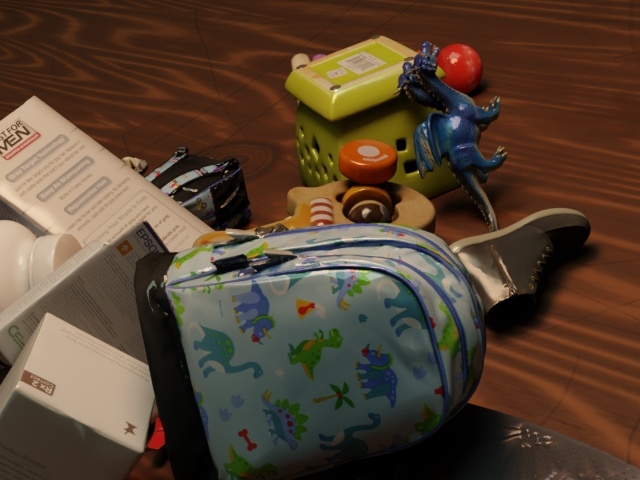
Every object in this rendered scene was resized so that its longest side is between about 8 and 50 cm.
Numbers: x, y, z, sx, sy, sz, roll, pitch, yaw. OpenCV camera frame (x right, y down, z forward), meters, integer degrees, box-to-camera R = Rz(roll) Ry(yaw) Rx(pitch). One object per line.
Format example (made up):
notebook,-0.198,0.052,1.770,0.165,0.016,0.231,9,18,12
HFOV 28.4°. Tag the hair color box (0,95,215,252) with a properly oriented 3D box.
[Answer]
hair color box,-0.308,-0.010,1.701,0.374,0.114,0.185,37,43,4

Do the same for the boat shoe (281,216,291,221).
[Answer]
boat shoe,-0.051,0.023,1.802,0.059,0.063,0.170,15,46,34

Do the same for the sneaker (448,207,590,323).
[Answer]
sneaker,0.271,0.038,1.611,0.222,0.083,0.118,-18,46,-21

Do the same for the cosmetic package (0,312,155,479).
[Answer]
cosmetic package,-0.288,0.213,1.380,0.184,0.151,0.151,-53,16,24

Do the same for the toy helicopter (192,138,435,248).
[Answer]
toy helicopter,0.000,0.000,1.692,0.355,0.140,0.235,-15,38,-27

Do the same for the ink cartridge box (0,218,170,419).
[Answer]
ink cartridge box,-0.242,0.115,1.496,0.224,0.223,0.045,-38,29,-10

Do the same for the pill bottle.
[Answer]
pill bottle,-0.454,0.076,1.564,0.322,0.182,0.181,-10,28,10

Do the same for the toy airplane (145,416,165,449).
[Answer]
toy airplane,-0.140,0.225,1.502,0.151,0.028,0.151,-12,26,6

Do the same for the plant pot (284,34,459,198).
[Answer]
plant pot,0.082,-0.183,1.952,0.227,0.207,0.228,-23,28,-13

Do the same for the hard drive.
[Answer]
hard drive,0.181,0.252,1.265,0.172,0.054,0.254,-34,32,-32

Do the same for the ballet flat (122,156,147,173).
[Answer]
ballet flat,-0.340,-0.125,2.232,0.041,0.041,0.114,-1,31,25

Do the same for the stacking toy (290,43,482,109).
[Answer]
stacking toy,0.119,-0.276,2.209,0.330,0.141,0.141,-8,28,-2

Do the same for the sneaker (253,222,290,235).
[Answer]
sneaker,-0.003,0.023,1.567,0.227,0.130,0.087,-20,-6,-14

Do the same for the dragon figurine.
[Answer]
dragon figurine,0.181,-0.135,1.798,0.144,0.289,0.085,1,-12,-14

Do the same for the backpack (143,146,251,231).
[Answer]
backpack,-0.214,-0.055,1.957,0.158,0.117,0.173,14,39,43

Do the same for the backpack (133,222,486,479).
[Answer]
backpack,-0.001,0.116,1.322,0.355,0.290,0.273,-11,1,-3

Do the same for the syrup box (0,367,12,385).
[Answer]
syrup box,-0.441,0.185,1.656,0.096,0.093,0.237,-23,29,-15
